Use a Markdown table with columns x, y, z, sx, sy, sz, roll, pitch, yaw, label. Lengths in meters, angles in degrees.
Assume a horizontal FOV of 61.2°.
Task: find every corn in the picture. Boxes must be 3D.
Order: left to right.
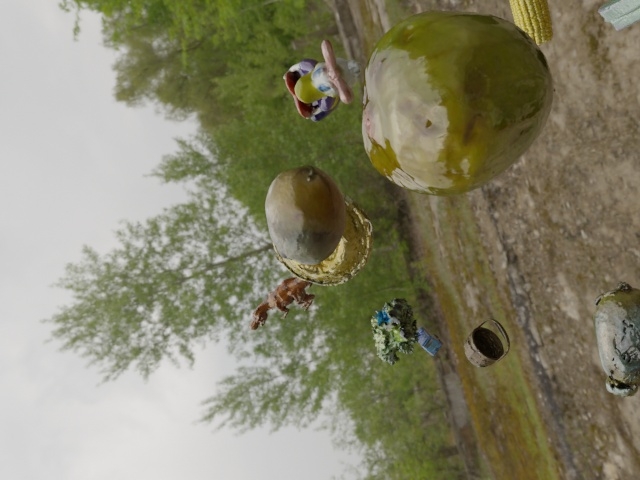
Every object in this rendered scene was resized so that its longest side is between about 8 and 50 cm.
| x | y | z | sx | sy | sz | roll | pitch | yaw | label |
| --- | --- | --- | --- | --- | --- | --- | --- | --- | --- |
| 0.488 | -0.575 | 1.278 | 0.081 | 0.081 | 0.248 | -6 | -98 | -84 | corn |

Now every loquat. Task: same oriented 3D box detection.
| x | y | z | sx | sy | sz | roll | pitch | yaw | label |
| --- | --- | --- | --- | --- | --- | --- | --- | --- | --- |
| -0.032 | -0.056 | 1.213 | 0.179 | 0.179 | 0.227 | 44 | -143 | -79 | loquat |

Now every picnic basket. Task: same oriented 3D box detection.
| x | y | z | sx | sy | sz | roll | pitch | yaw | label |
| --- | --- | --- | --- | --- | --- | --- | --- | --- | --- |
| 0.298 | 0.179 | 0.954 | 0.083 | 0.072 | 0.072 | 120 | 151 | -43 | picnic basket |

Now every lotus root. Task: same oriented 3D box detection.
| x | y | z | sx | sy | sz | roll | pitch | yaw | label |
| --- | --- | --- | --- | --- | --- | --- | --- | --- | --- |
| 0.414 | 0.137 | 0.733 | 0.088 | 0.088 | 0.165 | -38 | -53 | -84 | lotus root |

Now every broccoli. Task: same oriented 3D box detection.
| x | y | z | sx | sy | sz | roll | pitch | yaw | label |
| --- | --- | --- | --- | --- | --- | --- | --- | --- | --- |
| 0.213 | 0.250 | 1.496 | 0.154 | 0.167 | 0.160 | 50 | 165 | 3 | broccoli |

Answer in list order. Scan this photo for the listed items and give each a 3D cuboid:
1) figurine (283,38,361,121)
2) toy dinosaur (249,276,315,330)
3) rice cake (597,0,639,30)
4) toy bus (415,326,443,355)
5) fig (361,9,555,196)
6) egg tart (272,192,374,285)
| x | y | z | sx | sy | sz | roll | pitch | yaw | label |
| --- | --- | --- | --- | --- | --- | --- | --- | --- | --- |
| 0.015 | -0.397 | 1.370 | 0.421 | 0.193 | 0.154 | -66 | -47 | -73 | figurine |
| -0.071 | 0.152 | 1.830 | 0.097 | 0.432 | 0.208 | 51 | -162 | 25 | toy dinosaur |
| 0.737 | -0.537 | 1.196 | 0.080 | 0.042 | 0.222 | 40 | 156 | -19 | rice cake |
| 0.317 | 0.293 | 1.586 | 0.061 | 0.051 | 0.153 | 40 | -177 | -2 | toy bus |
| 0.242 | -0.248 | 0.969 | 0.343 | 0.343 | 0.343 | -15 | -90 | -84 | fig |
| 0.000 | 0.000 | 1.555 | 0.120 | 0.315 | 0.315 | -58 | -46 | -69 | egg tart |
